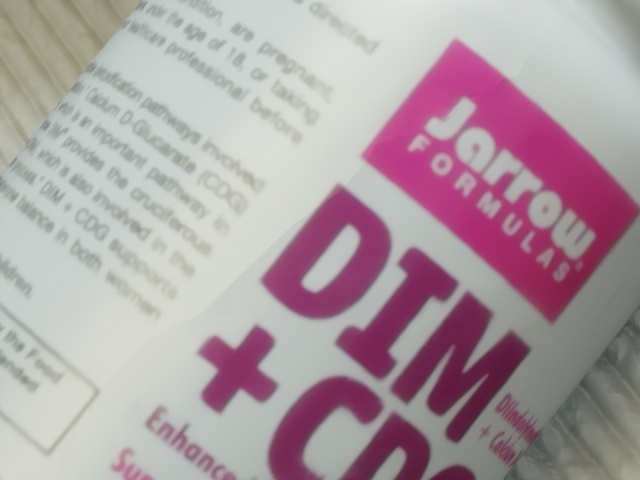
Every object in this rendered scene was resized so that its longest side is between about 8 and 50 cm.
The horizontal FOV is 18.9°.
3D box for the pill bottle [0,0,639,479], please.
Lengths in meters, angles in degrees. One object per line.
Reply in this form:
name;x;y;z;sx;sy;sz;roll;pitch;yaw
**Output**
pill bottle;0.000;0.000;0.530;0.160;0.160;0.283;36;86;31
